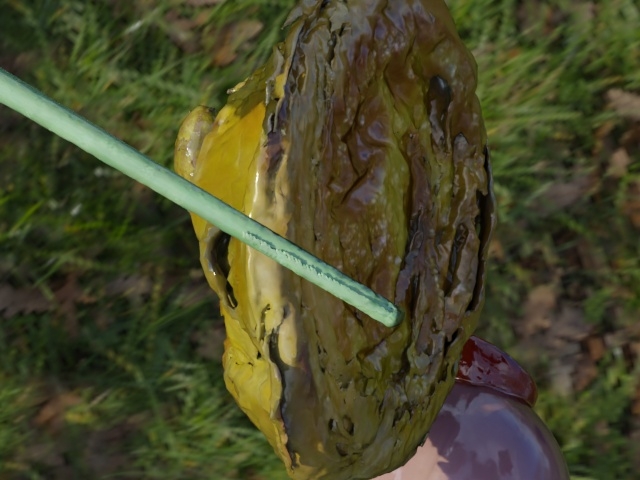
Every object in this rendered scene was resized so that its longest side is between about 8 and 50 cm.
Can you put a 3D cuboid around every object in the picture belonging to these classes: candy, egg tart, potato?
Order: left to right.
[{"bbox_3d":[-0.107,-0.051,0.743,0.335,0.093,0.092,32,53,-8],"label":"candy"},{"bbox_3d":[-0.088,-0.057,1.334,0.046,0.045,0.092,-3,94,-39],"label":"potato"},{"bbox_3d":[0.000,0.000,0.965,0.132,0.297,0.297,1,76,23],"label":"egg tart"}]

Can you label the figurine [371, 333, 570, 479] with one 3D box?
[{"bbox_3d":[0.075,0.167,1.134,0.173,0.173,0.173,4,79,-19],"label":"figurine"}]
